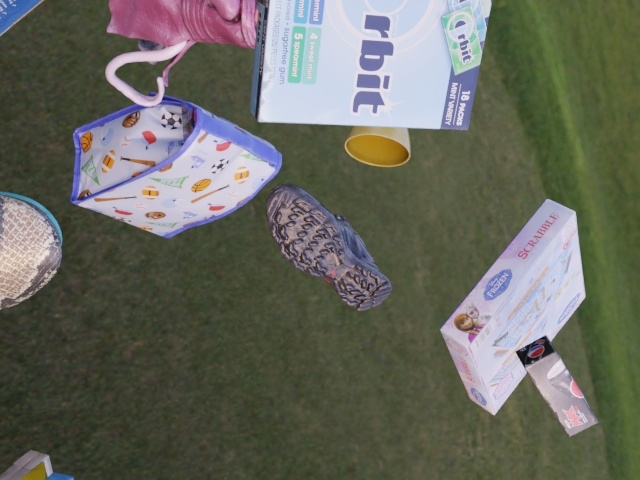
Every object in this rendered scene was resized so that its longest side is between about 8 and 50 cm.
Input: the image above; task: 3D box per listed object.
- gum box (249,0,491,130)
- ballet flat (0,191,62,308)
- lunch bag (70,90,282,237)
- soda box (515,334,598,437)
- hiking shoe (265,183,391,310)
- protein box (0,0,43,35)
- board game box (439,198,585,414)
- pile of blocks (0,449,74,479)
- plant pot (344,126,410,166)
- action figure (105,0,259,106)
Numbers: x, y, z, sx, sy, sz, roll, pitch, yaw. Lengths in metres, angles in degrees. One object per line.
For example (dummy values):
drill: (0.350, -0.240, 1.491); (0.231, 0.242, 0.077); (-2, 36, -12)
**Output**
gum box: (0.042, -0.171, 0.673); (0.041, 0.184, 0.157); (-124, -143, -62)
ballet flat: (-0.523, 0.045, 0.972); (0.182, 0.483, 0.164); (-54, 136, -50)
lunch bag: (-0.328, -0.186, 1.955); (0.328, 0.386, 0.238); (21, 58, -54)
soda box: (0.386, 0.238, 1.366); (0.169, 0.060, 0.053); (54, 12, -23)
hiking shoe: (0.000, 0.000, 1.134); (0.227, 0.086, 0.114); (47, 9, -29)
protein box: (-0.512, -0.422, 1.259); (0.201, 0.136, 0.200); (-50, 119, -22)
board game box: (0.371, 0.133, 1.570); (0.318, 0.066, 0.318); (-48, 144, -14)
pile of blocks: (-0.408, 0.454, 1.247); (0.362, 0.149, 0.112); (-125, -152, -65)
plant pot: (0.124, -0.223, 1.707); (0.134, 0.134, 0.095); (38, 58, -50)
action figure: (-0.180, -0.352, 1.284); (0.248, 0.370, 0.275); (30, 78, -55)
